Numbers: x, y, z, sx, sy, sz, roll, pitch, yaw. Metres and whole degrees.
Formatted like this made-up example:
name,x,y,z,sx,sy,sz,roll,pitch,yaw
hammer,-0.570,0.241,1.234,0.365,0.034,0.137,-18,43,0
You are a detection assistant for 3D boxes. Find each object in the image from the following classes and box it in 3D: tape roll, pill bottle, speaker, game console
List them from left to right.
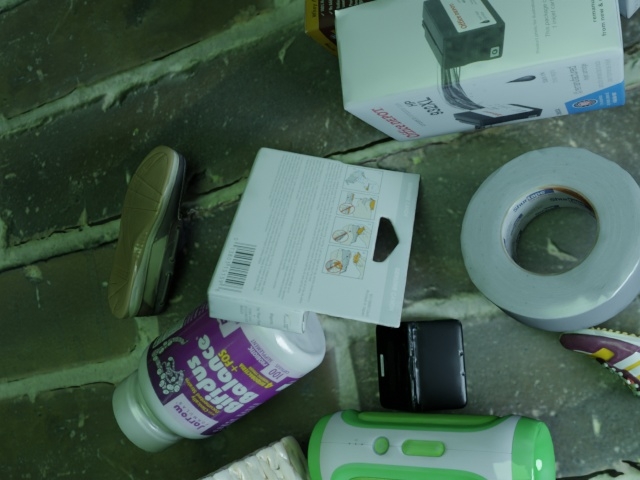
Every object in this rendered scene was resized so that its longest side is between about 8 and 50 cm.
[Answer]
name,x,y,z,sx,sy,sz,roll,pitch,yaw
pill bottle,-0.155,0.183,1.012,0.301,0.169,0.169,-37,73,18
game console,0.138,0.173,0.968,0.107,0.071,0.122,-11,80,53
speaker,0.136,0.282,0.885,0.297,0.131,0.131,-7,84,30
tape roll,0.287,-0.002,0.850,0.219,0.072,0.219,-12,66,28

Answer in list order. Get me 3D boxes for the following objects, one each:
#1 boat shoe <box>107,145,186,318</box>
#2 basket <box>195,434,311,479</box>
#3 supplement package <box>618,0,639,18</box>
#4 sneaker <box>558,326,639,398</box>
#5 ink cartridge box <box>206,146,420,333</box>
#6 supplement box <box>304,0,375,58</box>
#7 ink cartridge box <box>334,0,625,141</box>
name,x,y,z,sx,sy,sz,roll,pitch,yaw
boat shoe,-0.264,-0.009,1.118,0.103,0.092,0.285,20,97,43
basket,-0.130,0.463,0.877,0.266,0.328,0.331,-38,73,26
supplement package,0.398,-0.451,0.805,0.175,0.177,0.293,46,105,20
sneaker,0.378,0.156,0.830,0.186,0.069,0.083,10,85,25
ink cartridge box,0.000,0.000,0.937,0.239,0.060,0.275,11,50,4
supplement box,0.090,-0.375,0.963,0.194,0.129,0.191,-3,86,24
ink cartridge box,0.201,-0.223,0.851,0.308,0.223,0.129,-7,84,24
